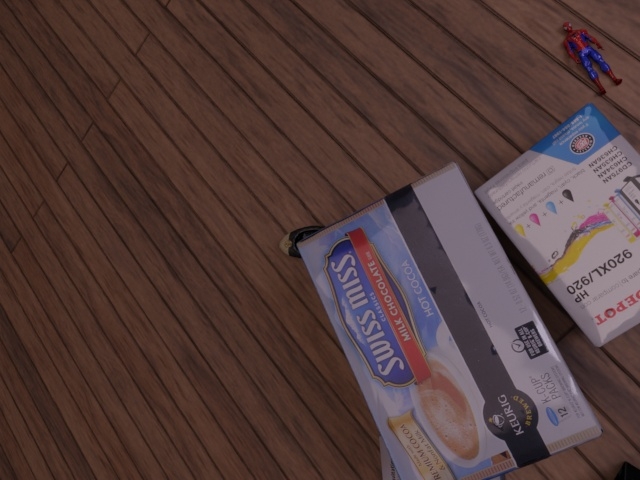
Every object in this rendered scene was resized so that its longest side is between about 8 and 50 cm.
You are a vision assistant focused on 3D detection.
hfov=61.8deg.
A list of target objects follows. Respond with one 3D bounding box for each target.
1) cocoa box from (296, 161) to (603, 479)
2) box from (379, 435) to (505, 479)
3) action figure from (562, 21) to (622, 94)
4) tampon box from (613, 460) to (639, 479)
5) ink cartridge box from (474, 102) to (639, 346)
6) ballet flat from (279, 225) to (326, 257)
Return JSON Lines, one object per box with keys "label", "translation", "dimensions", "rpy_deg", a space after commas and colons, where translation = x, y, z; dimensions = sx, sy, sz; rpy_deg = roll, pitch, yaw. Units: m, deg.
{"label": "cocoa box", "translation": [0.159, 0.117, 0.717], "dimensions": [0.228, 0.231, 0.347], "rpy_deg": [-27, 76, 11]}
{"label": "box", "translation": [0.188, 0.374, 0.826], "dimensions": [0.186, 0.038, 0.145], "rpy_deg": [-7, 85, 29]}
{"label": "action figure", "translation": [0.373, -0.259, 0.746], "dimensions": [0.038, 0.030, 0.115], "rpy_deg": [-36, 71, 28]}
{"label": "tampon box", "translation": [0.393, 0.389, 0.668], "dimensions": [0.101, 0.120, 0.161], "rpy_deg": [29, 102, 27]}
{"label": "ink cartridge box", "translation": [0.345, -0.016, 0.674], "dimensions": [0.171, 0.168, 0.233], "rpy_deg": [-40, 72, 21]}
{"label": "ballet flat", "translation": [0.000, 0.000, 0.927], "dimensions": [0.173, 0.049, 0.057], "rpy_deg": [-5, 86, 28]}
